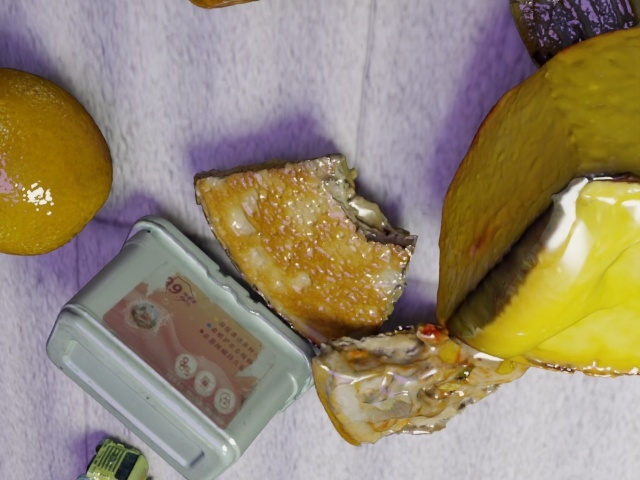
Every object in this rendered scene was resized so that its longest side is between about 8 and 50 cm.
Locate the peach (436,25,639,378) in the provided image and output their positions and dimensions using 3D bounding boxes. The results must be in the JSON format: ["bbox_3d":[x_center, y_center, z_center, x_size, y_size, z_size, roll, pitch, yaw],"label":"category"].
[{"bbox_3d":[0.295,-0.024,0.678,0.380,0.242,0.306,-5,136,4],"label":"peach"}]

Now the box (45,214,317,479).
[{"bbox_3d":[-0.179,0.147,0.888,0.312,0.182,0.175,40,135,0],"label":"box"}]

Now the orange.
[{"bbox_3d":[-0.373,-0.096,0.864,0.236,0.236,0.236,6,111,15],"label":"orange"}]

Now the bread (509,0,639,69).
[{"bbox_3d":[0.258,-0.228,0.707,0.117,0.064,0.156,-27,99,25],"label":"bread"}]

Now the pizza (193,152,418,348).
[{"bbox_3d":[0.000,0.000,0.856,0.323,0.089,0.223,48,121,-6],"label":"pizza"}]

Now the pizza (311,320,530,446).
[{"bbox_3d":[0.142,0.164,0.845,0.297,0.071,0.189,-12,126,-5],"label":"pizza"}]

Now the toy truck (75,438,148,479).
[{"bbox_3d":[-0.321,0.411,1.105,0.116,0.085,0.191,20,117,-1],"label":"toy truck"}]

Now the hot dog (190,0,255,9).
[{"bbox_3d":[0.004,-0.333,0.660,0.405,0.223,0.185,-3,106,17],"label":"hot dog"}]
